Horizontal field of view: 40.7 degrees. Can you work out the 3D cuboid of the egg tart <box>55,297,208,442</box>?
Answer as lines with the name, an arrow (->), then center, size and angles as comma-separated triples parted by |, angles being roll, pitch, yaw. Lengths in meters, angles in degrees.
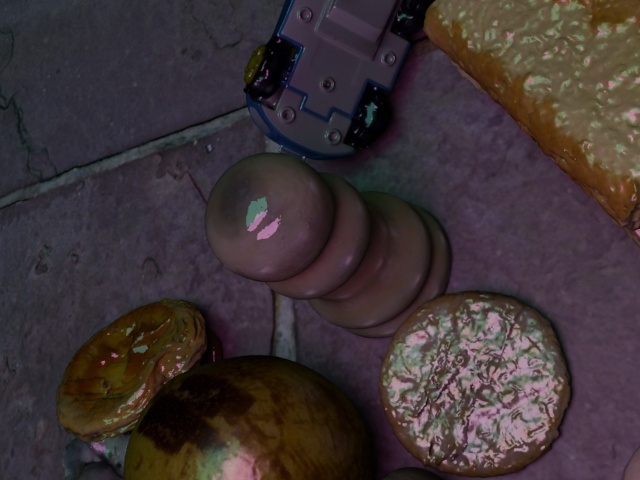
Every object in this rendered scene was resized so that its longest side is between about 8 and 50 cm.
egg tart -> -0.247, 0.182, 1.174 | 0.241, 0.106, 0.241 | -22, 32, 15

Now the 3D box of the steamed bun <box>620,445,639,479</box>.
steamed bun -> 0.370, 0.300, 0.649 | 0.339, 0.352, 0.247 | 45, 137, 31

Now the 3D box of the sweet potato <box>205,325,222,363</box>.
sweet potato -> -0.145, 0.171, 1.184 | 0.026, 0.026, 0.115 | -19, 70, 27

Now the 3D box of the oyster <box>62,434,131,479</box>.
oyster -> -0.240, 0.299, 1.167 | 0.252, 0.087, 0.199 | -15, 41, 6

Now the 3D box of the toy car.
toy car -> 0.010, -0.256, 1.130 | 0.314, 0.198, 0.166 | -68, 21, 1

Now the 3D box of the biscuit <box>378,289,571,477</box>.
biscuit -> 0.170, 0.160, 0.966 | 0.220, 0.033, 0.219 | -5, 77, 22

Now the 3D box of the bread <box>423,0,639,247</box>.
bread -> 0.303, -0.197, 0.924 | 0.236, 0.165, 0.375 | -44, 55, 11

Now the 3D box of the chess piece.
chess piece -> 0.000, 0.000, 0.957 | 0.182, 0.330, 0.182 | -9, 72, 30

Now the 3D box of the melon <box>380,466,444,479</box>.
melon -> 0.112, 0.304, 0.932 | 0.131, 0.098, 0.098 | 39, 98, 34

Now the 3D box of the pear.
pear -> -0.085, 0.257, 0.974 | 0.284, 0.284, 0.283 | -10, 70, 30
